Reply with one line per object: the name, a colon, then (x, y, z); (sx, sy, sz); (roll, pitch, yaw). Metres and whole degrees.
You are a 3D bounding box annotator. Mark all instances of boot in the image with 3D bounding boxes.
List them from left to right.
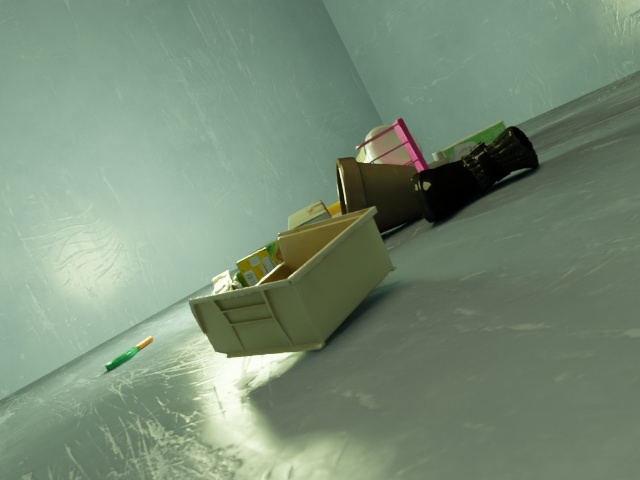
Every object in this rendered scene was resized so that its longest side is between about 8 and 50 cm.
boot: (0.392, -0.174, 1.501); (0.260, 0.131, 0.348); (-24, 5, 34)

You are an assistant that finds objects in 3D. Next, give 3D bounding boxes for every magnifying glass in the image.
magnifying glass: (-0.640, 0.379, 2.013); (0.092, 0.026, 0.231); (-26, 7, 21)

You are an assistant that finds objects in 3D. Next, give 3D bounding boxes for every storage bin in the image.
storage bin: (-0.046, 0.073, 1.024); (0.260, 0.123, 0.262); (-14, 18, 40)

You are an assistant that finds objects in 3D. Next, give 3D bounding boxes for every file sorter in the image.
file sorter: (0.261, -0.240, 2.037); (0.182, 0.291, 0.202); (-30, 4, 6)

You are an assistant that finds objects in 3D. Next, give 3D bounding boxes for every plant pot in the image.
plant pot: (-0.294, 0.167, 2.088); (0.079, 0.083, 0.083); (-40, 1, 16)
plant pot: (0.174, -0.129, 1.741); (0.229, 0.263, 0.263); (-11, 4, -2)
plant pot: (0.438, -0.245, 2.258); (0.109, 0.096, 0.109); (-27, 4, -8)

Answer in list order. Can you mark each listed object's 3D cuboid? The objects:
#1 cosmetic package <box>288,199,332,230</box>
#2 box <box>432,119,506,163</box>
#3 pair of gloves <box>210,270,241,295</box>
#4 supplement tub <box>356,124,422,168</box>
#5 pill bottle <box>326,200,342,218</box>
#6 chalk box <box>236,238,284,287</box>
cosmetic package: (-0.009, -0.017, 1.781); (0.129, 0.153, 0.296); (-29, 12, 3)
box: (0.599, -0.351, 2.353); (0.261, 0.127, 0.231); (-26, 3, 5)
pair of gloves: (-0.266, 0.131, 1.977); (0.240, 0.042, 0.204); (-27, 31, 8)
supplement tub: (0.239, -0.266, 2.319); (0.228, 0.228, 0.316); (-30, -21, -33)
pill bottle: (0.059, -0.061, 2.138); (0.245, 0.136, 0.136); (-29, 5, -18)
chalk box: (-0.131, 0.069, 1.824); (0.132, 0.132, 0.213); (-25, 6, 30)
